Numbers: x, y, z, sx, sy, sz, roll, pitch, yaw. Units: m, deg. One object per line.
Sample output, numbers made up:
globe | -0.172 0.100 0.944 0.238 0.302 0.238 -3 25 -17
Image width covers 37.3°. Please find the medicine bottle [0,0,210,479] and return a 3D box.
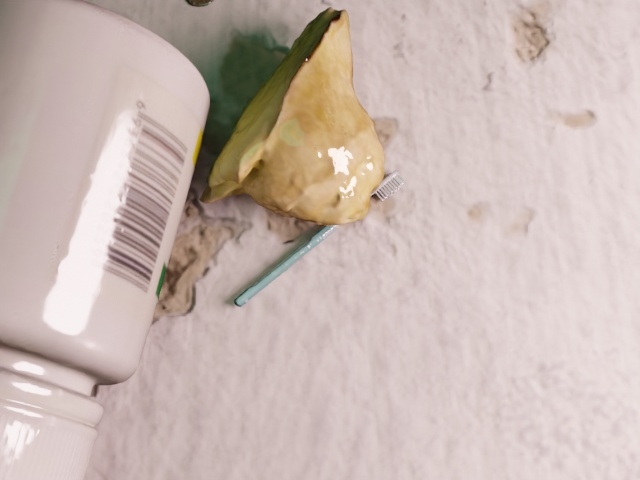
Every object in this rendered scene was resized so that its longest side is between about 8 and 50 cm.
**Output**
medicine bottle | -0.217 0.018 0.669 0.208 0.208 0.339 10 74 12

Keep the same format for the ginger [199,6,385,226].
ginger | 0.004 -0.098 0.745 0.123 0.115 0.193 27 69 -6

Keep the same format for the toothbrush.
toothbrush | 0.000 0.000 0.746 0.167 0.011 0.014 -39 76 -6

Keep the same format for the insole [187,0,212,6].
insole | -0.062 -0.248 0.844 0.135 0.002 0.045 -29 70 -2
